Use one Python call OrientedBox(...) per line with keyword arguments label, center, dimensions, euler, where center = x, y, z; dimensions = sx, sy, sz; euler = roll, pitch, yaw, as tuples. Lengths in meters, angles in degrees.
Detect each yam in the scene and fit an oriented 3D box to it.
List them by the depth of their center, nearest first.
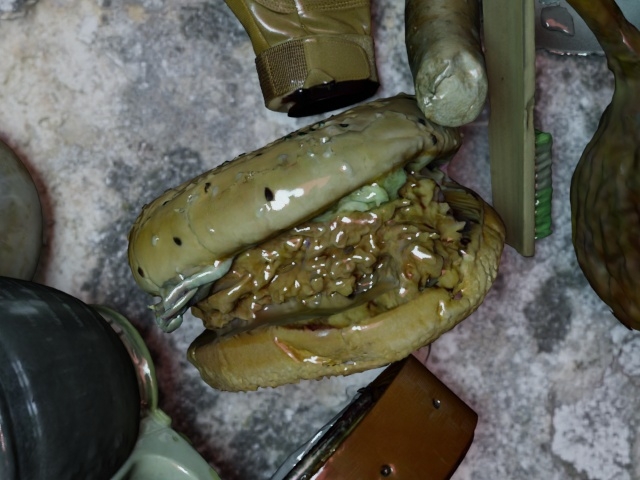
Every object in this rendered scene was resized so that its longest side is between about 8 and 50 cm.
OrientedBox(label="yam", center=(0.106, -0.210, 0.749), dimensions=(0.067, 0.317, 0.071), euler=(-35, 121, 30))

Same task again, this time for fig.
OrientedBox(label="fig", center=(0.294, -0.078, 0.698), dimensions=(0.368, 0.286, 0.286), euler=(37, 87, -17))

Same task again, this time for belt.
OrientedBox(label="belt", center=(0.020, 0.222, 0.753), dimensions=(0.105, 0.184, 0.261), euler=(44, 73, 1))

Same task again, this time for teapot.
OrientedBox(label="teapot", center=(-0.213, 0.143, 0.662), dimensions=(0.321, 0.239, 0.239), euler=(11, 101, 29))

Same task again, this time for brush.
OrientedBox(label="brush", center=(0.181, -0.112, 0.765), dimensions=(0.048, 0.054, 0.282), euler=(-28, 127, -23))

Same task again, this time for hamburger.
OrientedBox(label="hamburger", center=(0.000, 0.000, 0.731), dimensions=(0.318, 0.277, 0.195), euler=(-26, 96, -5))

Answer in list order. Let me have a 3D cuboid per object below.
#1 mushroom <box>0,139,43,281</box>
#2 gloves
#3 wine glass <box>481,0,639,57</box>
OrientedBox(label="mushroom", center=(-0.371, -0.018, 0.746), dimensions=(0.243, 0.243, 0.244), euler=(0, 86, 1))
OrientedBox(label="gloves", center=(-0.042, -0.283, 0.811), dimensions=(0.154, 0.141, 0.331), euler=(-16, 96, 25))
OrientedBox(label="wine glass", center=(0.258, -0.351, 0.790), dimensions=(0.190, 0.190, 0.357), euler=(11, 82, 2))
